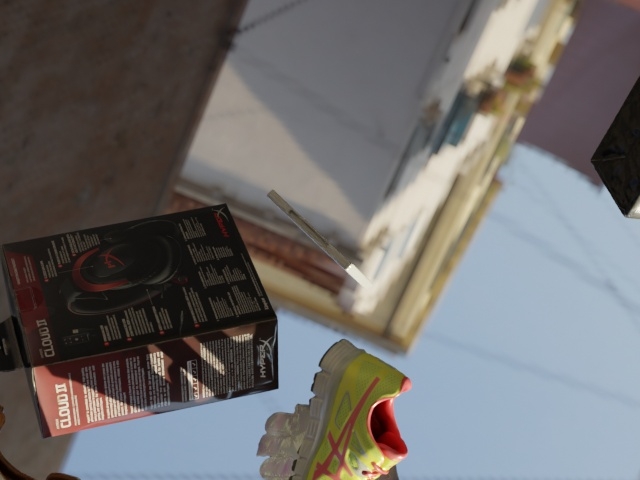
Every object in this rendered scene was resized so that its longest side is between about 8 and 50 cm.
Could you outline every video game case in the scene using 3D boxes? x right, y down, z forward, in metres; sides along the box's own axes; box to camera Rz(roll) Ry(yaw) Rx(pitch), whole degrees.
[{"bbox_3d":[0.000,0.000,1.664,0.122,0.011,0.087,44,179,23],"label":"video game case"}]

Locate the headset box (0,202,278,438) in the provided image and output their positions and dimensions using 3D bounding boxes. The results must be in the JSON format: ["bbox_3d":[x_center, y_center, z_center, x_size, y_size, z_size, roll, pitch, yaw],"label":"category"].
[{"bbox_3d":[-0.214,0.085,1.754,0.293,0.110,0.218,-11,-141,-14],"label":"headset box"}]

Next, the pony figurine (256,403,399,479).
[{"bbox_3d":[0.057,0.357,1.783,0.351,0.302,0.363,4,-174,17],"label":"pony figurine"}]

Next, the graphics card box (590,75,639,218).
[{"bbox_3d":[0.470,-0.121,1.538,0.371,0.232,0.094,1,-136,-26],"label":"graphics card box"}]

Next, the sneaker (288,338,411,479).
[{"bbox_3d":[0.031,0.202,1.479,0.094,0.208,0.081,16,-163,20],"label":"sneaker"}]

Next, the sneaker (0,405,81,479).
[{"bbox_3d":[-0.216,0.261,1.255,0.290,0.123,0.106,61,171,-12],"label":"sneaker"}]
